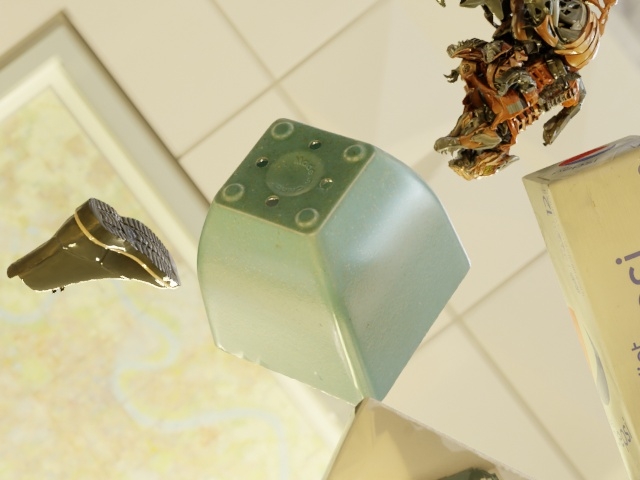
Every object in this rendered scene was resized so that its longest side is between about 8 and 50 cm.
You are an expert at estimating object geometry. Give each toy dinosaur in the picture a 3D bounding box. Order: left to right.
[{"bbox_3d":[0.210,-0.223,1.526,0.164,0.218,0.322,-9,-131,54],"label":"toy dinosaur"}]

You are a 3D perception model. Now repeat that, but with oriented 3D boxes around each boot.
[{"bbox_3d":[-0.272,0.032,1.800,0.137,0.077,0.198,-34,140,13],"label":"boot"}]

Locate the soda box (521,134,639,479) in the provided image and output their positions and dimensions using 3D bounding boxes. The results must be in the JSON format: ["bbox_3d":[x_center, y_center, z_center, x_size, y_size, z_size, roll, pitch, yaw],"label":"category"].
[{"bbox_3d":[0.248,0.070,1.110,0.098,0.286,0.091,-22,-173,-2],"label":"soda box"}]

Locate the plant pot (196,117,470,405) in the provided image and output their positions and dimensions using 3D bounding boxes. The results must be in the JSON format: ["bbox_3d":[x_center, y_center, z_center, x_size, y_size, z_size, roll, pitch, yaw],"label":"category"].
[{"bbox_3d":[0.000,0.000,1.759,0.247,0.247,0.252,-53,146,-27],"label":"plant pot"}]

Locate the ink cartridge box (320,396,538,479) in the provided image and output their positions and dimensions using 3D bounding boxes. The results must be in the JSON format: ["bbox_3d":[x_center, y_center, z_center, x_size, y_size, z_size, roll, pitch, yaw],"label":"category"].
[{"bbox_3d":[0.117,0.331,1.418,0.261,0.296,0.066,-64,180,-16],"label":"ink cartridge box"}]
